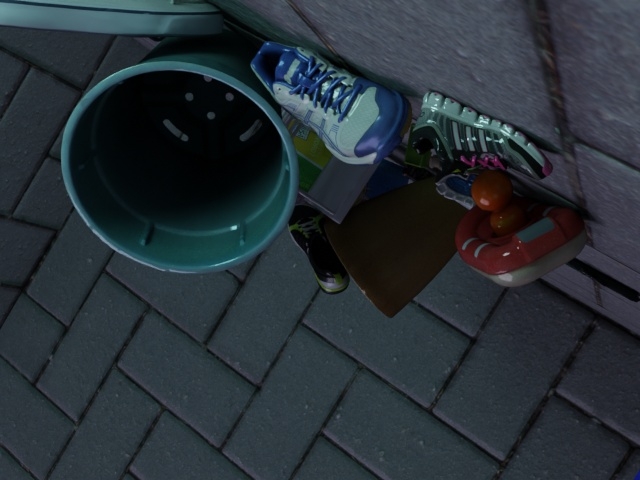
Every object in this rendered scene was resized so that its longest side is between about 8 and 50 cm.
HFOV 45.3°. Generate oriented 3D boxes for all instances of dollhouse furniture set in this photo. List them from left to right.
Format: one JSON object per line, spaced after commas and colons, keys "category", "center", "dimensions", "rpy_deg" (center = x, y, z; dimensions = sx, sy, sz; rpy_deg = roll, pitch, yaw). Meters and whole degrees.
{"category": "dollhouse furniture set", "center": [0.185, -0.133, 1.127], "dimensions": [0.152, 0.058, 0.076], "rpy_deg": [2, -165, -43]}

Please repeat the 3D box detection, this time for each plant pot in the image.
{"category": "plant pot", "center": [-0.201, -0.177, 1.242], "dimensions": [0.341, 0.341, 0.334], "rpy_deg": [30, -154, -17]}
{"category": "plant pot", "center": [0.178, -0.011, 1.529], "dimensions": [0.237, 0.254, 0.237], "rpy_deg": [52, -168, -15]}

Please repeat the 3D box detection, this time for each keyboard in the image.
{"category": "keyboard", "center": [0.575, 0.074, 1.596], "dimensions": [0.180, 0.023, 0.108], "rpy_deg": [32, -171, 29]}

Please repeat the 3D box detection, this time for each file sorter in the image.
{"category": "file sorter", "center": [-0.008, -0.180, 1.563], "dimensions": [0.173, 0.192, 0.278], "rpy_deg": [33, -178, -16]}

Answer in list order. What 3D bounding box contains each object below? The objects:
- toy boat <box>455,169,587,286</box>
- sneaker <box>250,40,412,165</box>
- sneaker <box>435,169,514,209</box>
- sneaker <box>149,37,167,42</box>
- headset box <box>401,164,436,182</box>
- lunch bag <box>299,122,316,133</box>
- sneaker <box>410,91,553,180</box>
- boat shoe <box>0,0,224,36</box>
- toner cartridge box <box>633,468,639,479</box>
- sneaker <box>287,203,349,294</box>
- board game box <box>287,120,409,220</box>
{"category": "toy boat", "center": [0.268, -0.033, 1.111], "dimensions": [0.151, 0.151, 0.231], "rpy_deg": [62, 177, -9]}
{"category": "sneaker", "center": [-0.001, -0.188, 1.016], "dimensions": [0.131, 0.111, 0.296], "rpy_deg": [30, -177, -36]}
{"category": "sneaker", "center": [0.285, -0.063, 1.291], "dimensions": [0.191, 0.071, 0.083], "rpy_deg": [43, -165, 32]}
{"category": "sneaker", "center": [-0.303, -0.442, 1.600], "dimensions": [0.098, 0.083, 0.224], "rpy_deg": [58, -169, 23]}
{"category": "headset box", "center": [0.217, -0.141, 1.676], "dimensions": [0.083, 0.032, 0.062], "rpy_deg": [32, -178, -6]}
{"category": "lunch bag", "center": [-0.023, -0.282, 1.769], "dimensions": [0.071, 0.053, 0.083], "rpy_deg": [33, -167, 9]}
{"category": "sneaker", "center": [0.166, -0.095, 0.827], "dimensions": [0.170, 0.074, 0.063], "rpy_deg": [33, -177, 30]}
{"category": "boat shoe", "center": [-0.310, -0.373, 1.092], "dimensions": [0.367, 0.156, 0.136], "rpy_deg": [-3, -165, -26]}
{"category": "toner cartridge box", "center": [0.645, 0.329, 1.248], "dimensions": [0.075, 0.347, 0.165], "rpy_deg": [30, -177, -8]}
{"category": "sneaker", "center": [0.000, 0.000, 1.548], "dimensions": [0.234, 0.084, 0.097], "rpy_deg": [59, 167, 30]}
{"category": "board game box", "center": [0.035, -0.118, 1.797], "dimensions": [0.317, 0.242, 0.064], "rpy_deg": [22, 150, -7]}
